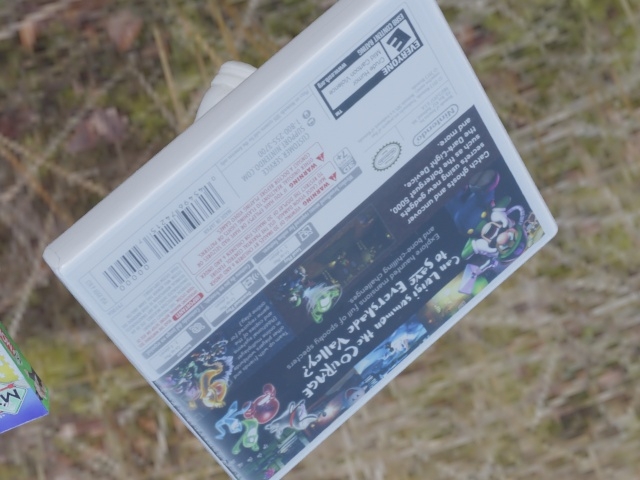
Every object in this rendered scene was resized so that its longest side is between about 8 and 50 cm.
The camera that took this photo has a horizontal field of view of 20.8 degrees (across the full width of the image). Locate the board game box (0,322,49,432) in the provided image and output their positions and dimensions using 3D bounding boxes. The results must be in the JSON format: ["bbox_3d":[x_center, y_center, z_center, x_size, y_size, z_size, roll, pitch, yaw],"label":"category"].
[{"bbox_3d":[-0.483,0.163,1.886,0.317,0.046,0.213,-23,127,6],"label":"board game box"}]

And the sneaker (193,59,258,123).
[{"bbox_3d":[-0.031,-0.065,1.231,0.080,0.212,0.094,41,79,-28],"label":"sneaker"}]

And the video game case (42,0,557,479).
[{"bbox_3d":[0.000,0.000,0.749,0.190,0.022,0.173,-41,131,-7],"label":"video game case"}]
